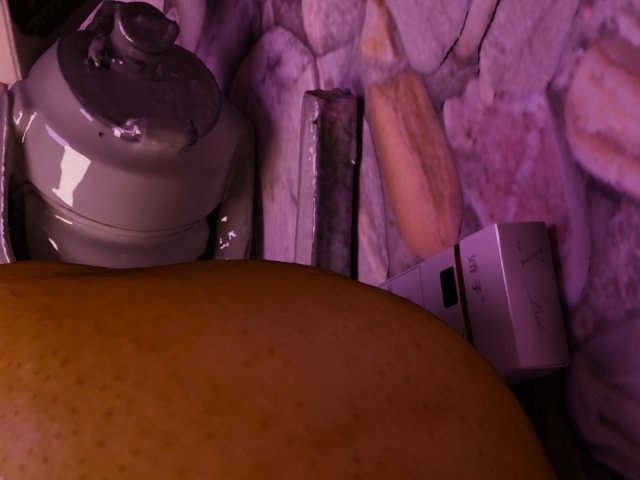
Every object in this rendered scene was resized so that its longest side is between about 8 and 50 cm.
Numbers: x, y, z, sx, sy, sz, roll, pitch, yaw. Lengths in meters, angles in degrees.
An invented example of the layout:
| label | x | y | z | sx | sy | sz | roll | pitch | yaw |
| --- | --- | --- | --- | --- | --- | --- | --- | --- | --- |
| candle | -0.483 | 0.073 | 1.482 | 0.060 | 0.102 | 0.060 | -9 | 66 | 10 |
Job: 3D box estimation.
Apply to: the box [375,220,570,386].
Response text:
| label | x | y | z | sx | sy | sz | roll | pitch | yaw |
| --- | --- | --- | --- | --- | --- | --- | --- | --- | --- |
| box | 0.086 | 0.048 | 1.134 | 0.154 | 0.040 | 0.084 | 148 | 118 | -62 |

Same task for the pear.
| label | x | y | z | sx | sy | sz | roll | pitch | yaw |
| --- | --- | --- | --- | --- | --- | --- | --- | --- | --- |
| pear | -0.048 | 0.181 | 1.026 | 0.418 | 0.362 | 0.362 | 29 | 124 | 19 |

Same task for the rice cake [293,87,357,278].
| label | x | y | z | sx | sy | sz | roll | pitch | yaw |
| --- | --- | --- | --- | --- | --- | --- | --- | --- | --- |
| rice cake | 0.000 | 0.000 | 1.319 | 0.047 | 0.036 | 0.206 | -147 | 58 | -74 |

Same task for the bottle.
| label | x | y | z | sx | sy | sz | roll | pitch | yaw |
| --- | --- | --- | --- | --- | --- | --- | --- | --- | --- |
| bottle | -0.165 | -0.004 | 1.476 | 0.351 | 0.229 | 0.229 | -65 | 36 | 37 |

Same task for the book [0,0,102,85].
| label | x | y | z | sx | sy | sz | roll | pitch | yaw |
| --- | --- | --- | --- | --- | --- | --- | --- | --- | --- |
| book | -0.203 | -0.332 | 1.417 | 0.260 | 0.043 | 0.370 | -57 | -29 | -44 |
